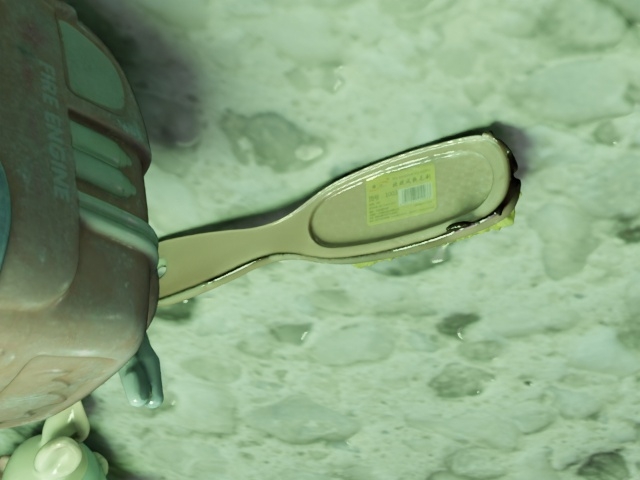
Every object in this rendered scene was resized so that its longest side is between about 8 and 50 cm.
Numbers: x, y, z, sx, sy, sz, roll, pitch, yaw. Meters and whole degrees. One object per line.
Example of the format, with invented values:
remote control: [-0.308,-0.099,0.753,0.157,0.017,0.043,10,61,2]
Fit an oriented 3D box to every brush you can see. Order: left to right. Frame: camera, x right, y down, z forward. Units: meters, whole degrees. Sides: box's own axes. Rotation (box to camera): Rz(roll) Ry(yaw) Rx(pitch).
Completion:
brush: [0.001,0.002,0.821,0.313,0.072,0.067,-16,149,23]

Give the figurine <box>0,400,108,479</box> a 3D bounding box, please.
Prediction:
figurine: [-0.249,0.249,1.084,0.155,0.127,0.235,41,127,-12]

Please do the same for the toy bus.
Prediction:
toy bus: [-0.200,-0.027,0.655,0.232,0.294,0.197,17,137,-41]
